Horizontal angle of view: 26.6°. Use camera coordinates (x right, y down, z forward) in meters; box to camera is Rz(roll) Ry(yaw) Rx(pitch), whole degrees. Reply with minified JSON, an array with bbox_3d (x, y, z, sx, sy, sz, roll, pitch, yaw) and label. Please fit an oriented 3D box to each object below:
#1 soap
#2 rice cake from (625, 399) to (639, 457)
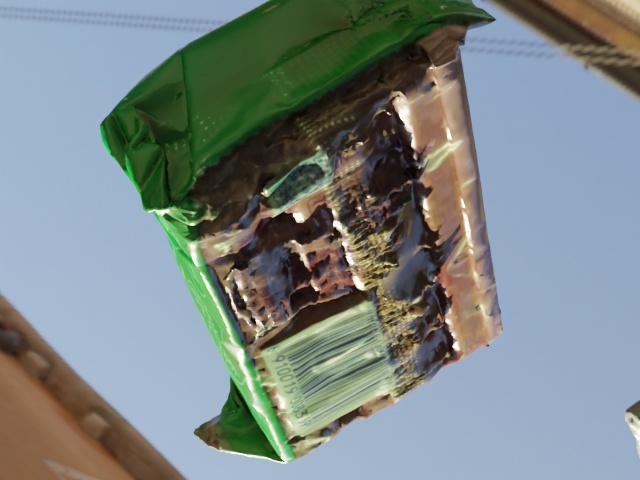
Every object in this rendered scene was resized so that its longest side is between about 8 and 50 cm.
[{"bbox_3d":[0.001,0.002,0.725,0.218,0.273,0.098,-32,-127,-10],"label":"soap"},{"bbox_3d":[0.278,0.080,0.698,0.237,0.127,0.043,-25,-149,-2],"label":"rice cake"}]
